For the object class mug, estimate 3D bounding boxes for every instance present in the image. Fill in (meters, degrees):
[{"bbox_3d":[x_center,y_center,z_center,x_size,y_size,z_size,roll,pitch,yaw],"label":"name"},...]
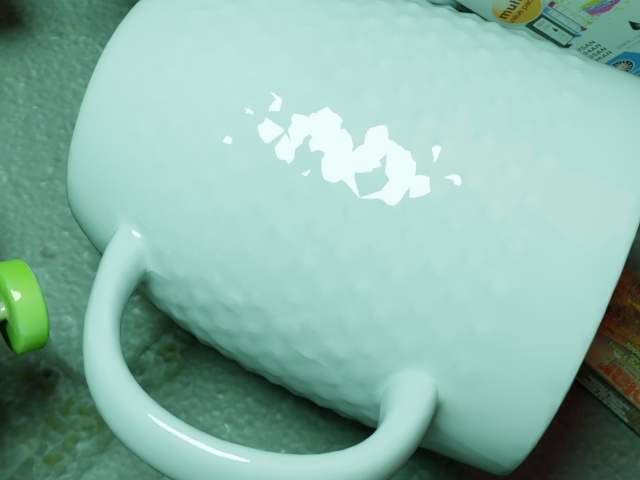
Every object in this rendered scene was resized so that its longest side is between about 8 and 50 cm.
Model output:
[{"bbox_3d":[0.000,0.000,0.676,0.328,0.276,0.374,22,50,5],"label":"mug"}]

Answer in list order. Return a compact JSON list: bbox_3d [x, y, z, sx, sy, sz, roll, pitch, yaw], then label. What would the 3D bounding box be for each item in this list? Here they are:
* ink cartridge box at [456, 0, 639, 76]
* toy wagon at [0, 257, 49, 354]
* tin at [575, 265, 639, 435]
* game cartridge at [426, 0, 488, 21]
[{"bbox_3d":[0.243,-0.275,0.945,0.233,0.171,0.168,22,54,-32],"label":"ink cartridge box"},{"bbox_3d":[-0.334,0.022,0.628,0.267,0.068,0.344,-16,40,-31],"label":"toy wagon"},{"bbox_3d":[0.257,0.093,0.861,0.190,0.040,0.106,42,53,8],"label":"tin"},{"bbox_3d":[0.040,-0.298,1.003,0.297,0.062,0.198,9,63,-14],"label":"game cartridge"}]
